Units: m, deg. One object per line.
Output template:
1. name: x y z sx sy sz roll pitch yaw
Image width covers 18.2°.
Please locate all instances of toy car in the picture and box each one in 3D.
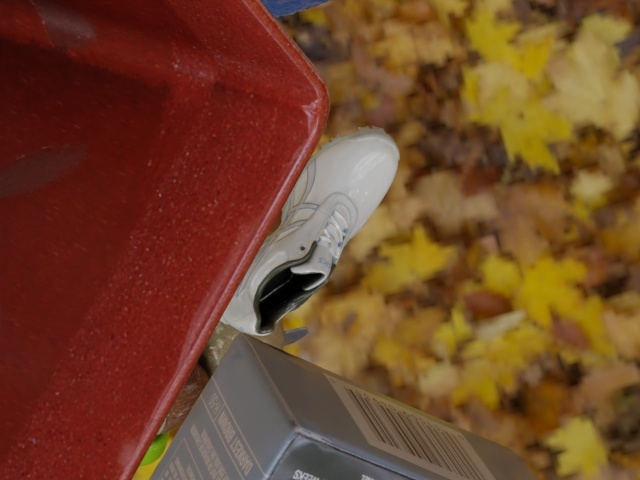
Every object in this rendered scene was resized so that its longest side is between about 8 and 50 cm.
1. toy car: -0.086 0.064 1.534 0.188 0.149 0.155 -15 148 -25

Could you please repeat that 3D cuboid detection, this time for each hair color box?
1. hair color box: -0.047 0.254 1.030 0.185 0.113 0.374 25 104 -26

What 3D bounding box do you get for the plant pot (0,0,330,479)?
1. plant pot: -0.193 -0.018 0.594 0.267 0.235 0.267 -62 154 -9

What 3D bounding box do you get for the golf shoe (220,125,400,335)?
1. golf shoe: 0.000 0.000 1.383 0.176 0.086 0.069 -47 124 -2

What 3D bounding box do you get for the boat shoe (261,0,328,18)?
1. boat shoe: 0.002 -0.149 0.799 0.258 0.089 0.109 -17 167 -12
